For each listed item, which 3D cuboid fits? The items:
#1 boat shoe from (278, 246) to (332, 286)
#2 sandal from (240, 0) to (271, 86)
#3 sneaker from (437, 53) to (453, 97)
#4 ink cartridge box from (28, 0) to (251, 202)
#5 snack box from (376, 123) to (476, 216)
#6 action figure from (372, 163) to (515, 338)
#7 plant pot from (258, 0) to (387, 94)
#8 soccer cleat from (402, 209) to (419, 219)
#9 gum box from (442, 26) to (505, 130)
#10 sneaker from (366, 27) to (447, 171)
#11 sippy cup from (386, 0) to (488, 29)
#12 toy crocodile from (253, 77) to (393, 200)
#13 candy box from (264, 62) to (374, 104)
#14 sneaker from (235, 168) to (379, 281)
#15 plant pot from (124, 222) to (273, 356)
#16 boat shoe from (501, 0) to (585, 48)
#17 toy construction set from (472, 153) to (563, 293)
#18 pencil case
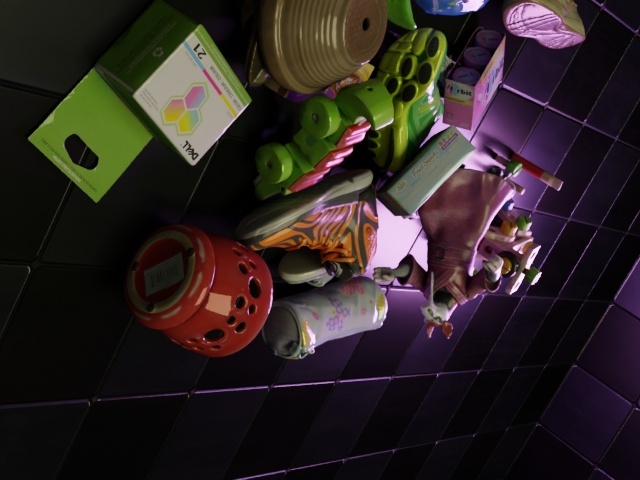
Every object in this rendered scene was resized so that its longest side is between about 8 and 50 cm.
[{"bbox_3d":[0.006,0.047,1.975,0.227,0.079,0.081,-25,135,-43],"label":"boat shoe"},{"bbox_3d":[-0.085,-0.335,1.505,0.090,0.060,0.219,-23,123,-50],"label":"sandal"},{"bbox_3d":[0.225,-0.321,1.937,0.058,0.052,0.135,-47,149,-19],"label":"sneaker"},{"bbox_3d":[-0.239,-0.167,1.417,0.255,0.097,0.189,-50,149,-8],"label":"ink cartridge box"},{"bbox_3d":[0.192,-0.127,1.954,0.174,0.070,0.207,-46,-176,-3],"label":"snack box"},{"bbox_3d":[0.258,0.018,2.144,0.275,0.248,0.370,-1,102,-78],"label":"action figure"},{"bbox_3d":[0.023,-0.325,1.516,0.237,0.109,0.237,-33,131,-48],"label":"plant pot"},{"bbox_3d":[0.201,-0.058,2.187,0.083,0.029,0.036,-4,138,-54],"label":"soccer cleat"},{"bbox_3d":[0.295,-0.312,1.979,0.107,0.062,0.188,87,27,-46],"label":"gum box"},{"bbox_3d":[0.163,-0.263,1.873,0.123,0.109,0.296,-35,153,-41],"label":"sneaker"},{"bbox_3d":[0.202,-0.475,1.610,0.305,0.240,0.224,-24,157,-1],"label":"sippy cup"},{"bbox_3d":[-0.001,-0.152,1.646,0.115,0.105,0.340,-24,169,-43],"label":"toy crocodile"},{"bbox_3d":[0.001,-0.268,1.684,0.186,0.053,0.109,13,109,-58],"label":"candy box"},{"bbox_3d":[0.000,0.000,1.815,0.321,0.124,0.180,-25,106,-38],"label":"sneaker"},{"bbox_3d":[-0.197,0.070,1.629,0.191,0.191,0.174,-54,141,1],"label":"plant pot"},{"bbox_3d":[0.439,-0.460,2.056,0.302,0.109,0.098,5,77,-55],"label":"boat shoe"},{"bbox_3d":[0.439,-0.020,2.341,0.309,0.237,0.257,-56,149,3],"label":"toy construction set"},{"bbox_3d":[0.011,0.148,2.041,0.273,0.124,0.114,-16,132,-47],"label":"pencil case"}]
